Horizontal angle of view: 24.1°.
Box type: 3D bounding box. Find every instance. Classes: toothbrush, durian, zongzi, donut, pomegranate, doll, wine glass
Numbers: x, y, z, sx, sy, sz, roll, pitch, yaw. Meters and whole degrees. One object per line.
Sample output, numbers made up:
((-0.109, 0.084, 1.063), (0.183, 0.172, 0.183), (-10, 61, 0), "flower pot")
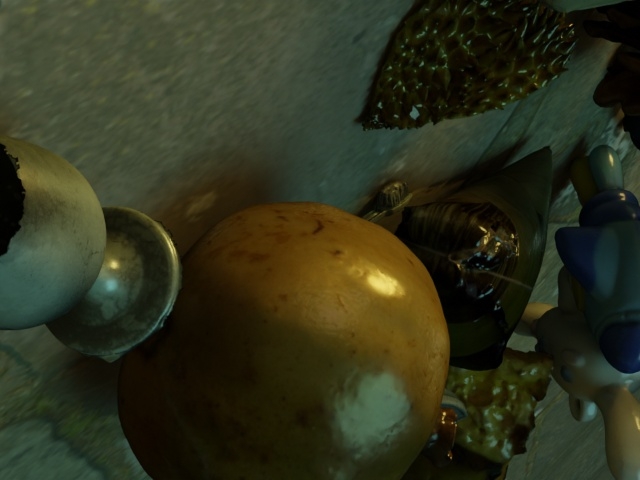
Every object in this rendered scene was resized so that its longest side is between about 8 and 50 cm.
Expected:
((0.000, 0.005, 1.492), (0.294, 0.026, 0.028), (-34, 131, -40), "toothbrush")
((0.143, -0.187, 1.449), (0.252, 0.144, 0.139), (-46, -166, -35), "durian")
((0.184, -0.035, 1.666), (0.289, 0.154, 0.317), (76, 38, -68), "zongzi")
((0.158, 0.340, 1.962), (0.377, 0.163, 0.435), (99, 12, -56), "donut")
((-0.032, 0.111, 1.282), (0.307, 0.307, 0.307), (-43, 154, -26), "pomegranate")
((0.369, 0.083, 1.986), (0.187, 0.376, 0.365), (-11, 124, -34), "doll")
((-0.189, 0.005, 1.003), (0.126, 0.126, 0.241), (-54, 160, -2), "wine glass")

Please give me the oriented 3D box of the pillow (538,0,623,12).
((0.314, -0.371, 1.360), (0.255, 0.120, 0.322), (-15, 130, -20), "pillow")

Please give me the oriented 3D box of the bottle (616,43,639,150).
((0.436, -0.189, 2.005), (0.244, 0.082, 0.072), (53, 54, -64), "bottle")

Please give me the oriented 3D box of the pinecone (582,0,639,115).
((0.487, -0.277, 1.662), (0.384, 0.384, 0.384), (-43, 154, -26), "pinecone")

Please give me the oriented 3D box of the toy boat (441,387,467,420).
((0.020, 0.198, 1.568), (0.320, 0.092, 0.141), (-6, 152, -29), "toy boat")
